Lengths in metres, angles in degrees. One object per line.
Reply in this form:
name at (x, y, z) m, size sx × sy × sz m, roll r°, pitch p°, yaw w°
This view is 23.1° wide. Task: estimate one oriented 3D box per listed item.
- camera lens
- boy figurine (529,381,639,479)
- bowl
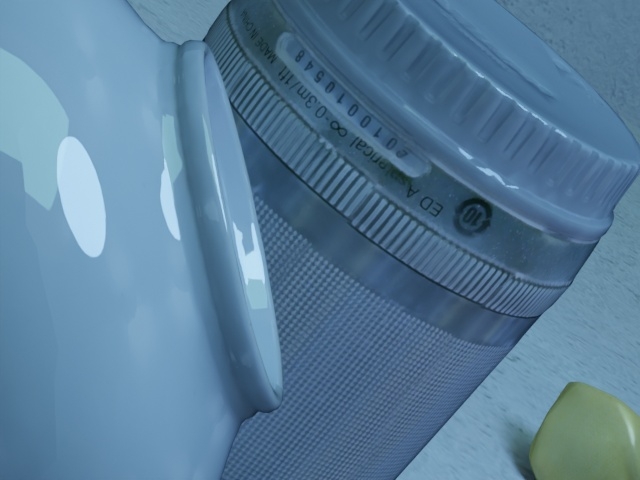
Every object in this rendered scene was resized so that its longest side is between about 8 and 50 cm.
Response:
camera lens at (0.000, 0.000, 0.800) m, size 0.219 × 0.274 × 0.219 m, roll 34°, pitch 20°, yaw -14°
boy figurine at (0.287, 0.184, 1.135) m, size 0.285 × 0.092 × 0.177 m, roll 19°, pitch -16°, yaw 0°
bowl at (-0.093, 0.007, 0.587) m, size 0.298 × 0.134 × 0.298 m, roll -11°, pitch 90°, yaw -87°
